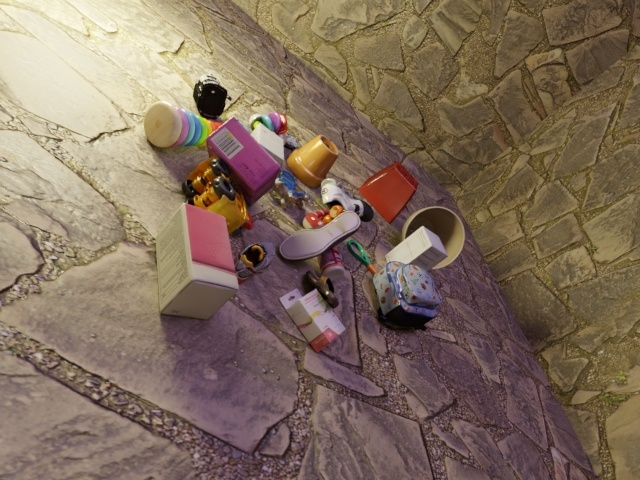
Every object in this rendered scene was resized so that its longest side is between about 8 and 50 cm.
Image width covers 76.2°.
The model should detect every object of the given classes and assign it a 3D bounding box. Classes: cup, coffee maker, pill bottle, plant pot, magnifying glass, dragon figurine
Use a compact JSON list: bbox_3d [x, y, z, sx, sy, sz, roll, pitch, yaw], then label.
[{"bbox_3d":[0.578,-0.029,2.232,0.331,0.331,0.237,42,2,-12],"label":"cup"},{"bbox_3d":[-0.441,-0.545,1.583,0.120,0.171,0.178,36,12,-35],"label":"coffee maker"},{"bbox_3d":[0.032,0.069,1.517,0.086,0.086,0.152,22,38,-40],"label":"pill bottle"},{"bbox_3d":[-0.020,-0.381,1.903,0.205,0.188,0.205,34,31,-24],"label":"plant pot"},{"bbox_3d":[0.197,0.088,1.794,0.231,0.026,0.092,52,28,6],"label":"magnifying glass"},{"bbox_3d":[-0.150,-0.217,1.619,0.289,0.085,0.144,43,26,-20],"label":"dragon figurine"},{"bbox_3d":[0.416,-0.303,2.374,0.267,0.235,0.267,46,28,-4],"label":"plant pot"}]

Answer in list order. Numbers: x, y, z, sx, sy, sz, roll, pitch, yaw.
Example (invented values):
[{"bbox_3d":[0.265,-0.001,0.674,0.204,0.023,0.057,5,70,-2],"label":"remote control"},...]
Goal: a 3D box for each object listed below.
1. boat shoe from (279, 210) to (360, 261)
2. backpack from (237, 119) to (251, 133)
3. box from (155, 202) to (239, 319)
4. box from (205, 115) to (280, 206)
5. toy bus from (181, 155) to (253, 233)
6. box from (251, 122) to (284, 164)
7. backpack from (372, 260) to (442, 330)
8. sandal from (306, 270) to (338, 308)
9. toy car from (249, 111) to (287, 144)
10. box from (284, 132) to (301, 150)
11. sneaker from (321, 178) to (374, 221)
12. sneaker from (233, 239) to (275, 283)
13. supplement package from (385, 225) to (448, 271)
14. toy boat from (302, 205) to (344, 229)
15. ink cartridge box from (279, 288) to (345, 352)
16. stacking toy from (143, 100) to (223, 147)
[{"bbox_3d":[0.000,0.000,1.469,0.335,0.095,0.112,-26,72,-24],"label":"boat shoe"},{"bbox_3d":[-0.330,-0.428,1.636,0.105,0.084,0.114,39,26,-21],"label":"backpack"},{"bbox_3d":[-0.305,0.052,0.994,0.126,0.148,0.233,20,39,-43],"label":"box"},{"bbox_3d":[-0.256,-0.249,1.345,0.213,0.117,0.243,47,-13,-3],"label":"box"},{"bbox_3d":[-0.295,-0.118,1.249,0.211,0.149,0.220,38,24,-46],"label":"toy bus"},{"bbox_3d":[-0.230,-0.387,1.716,0.130,0.091,0.171,31,33,-29],"label":"box"},{"bbox_3d":[0.341,0.208,1.664,0.276,0.213,0.263,21,31,-39],"label":"backpack"},{"bbox_3d":[0.016,0.151,1.339,0.090,0.060,0.219,57,-10,-21],"label":"sandal"},{"bbox_3d":[-0.219,-0.517,1.849,0.159,0.136,0.182,55,29,13],"label":"toy car"},{"bbox_3d":[-0.156,-0.489,2.020,0.137,0.027,0.094,13,45,-48],"label":"box"},{"bbox_3d":[0.121,-0.141,1.904,0.330,0.122,0.146,30,51,-33],"label":"sneaker"},{"bbox_3d":[-0.188,0.051,1.221,0.088,0.092,0.225,47,27,-3],"label":"sneaker"},{"bbox_3d":[0.452,0.074,1.937,0.133,0.244,0.139,28,34,-33],"label":"supplement package"},{"bbox_3d":[0.037,-0.078,1.633,0.151,0.151,0.231,46,27,9],"label":"toy boat"},{"bbox_3d":[-0.025,0.227,1.257,0.198,0.067,0.115,52,28,8],"label":"ink cartridge box"},{"bbox_3d":[-0.433,-0.373,1.398,0.141,0.141,0.330,53,21,9],"label":"stacking toy"}]
